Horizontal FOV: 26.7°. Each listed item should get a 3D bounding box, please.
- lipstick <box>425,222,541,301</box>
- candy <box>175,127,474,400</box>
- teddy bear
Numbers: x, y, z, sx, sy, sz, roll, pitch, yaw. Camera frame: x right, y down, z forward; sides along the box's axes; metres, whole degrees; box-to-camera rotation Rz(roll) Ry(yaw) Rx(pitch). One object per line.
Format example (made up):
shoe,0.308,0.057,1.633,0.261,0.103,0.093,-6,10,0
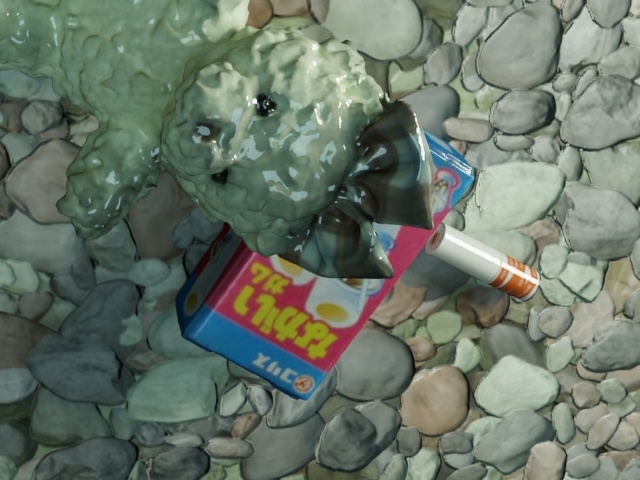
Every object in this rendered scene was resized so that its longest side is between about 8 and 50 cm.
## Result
lipstick,0.177,0.024,1.461,0.131,0.038,0.038,26,105,-21
candy,0.000,-0.001,1.380,0.157,0.100,0.306,30,103,-23
teddy bear,-0.133,-0.129,1.124,0.375,0.362,0.327,12,120,-46
